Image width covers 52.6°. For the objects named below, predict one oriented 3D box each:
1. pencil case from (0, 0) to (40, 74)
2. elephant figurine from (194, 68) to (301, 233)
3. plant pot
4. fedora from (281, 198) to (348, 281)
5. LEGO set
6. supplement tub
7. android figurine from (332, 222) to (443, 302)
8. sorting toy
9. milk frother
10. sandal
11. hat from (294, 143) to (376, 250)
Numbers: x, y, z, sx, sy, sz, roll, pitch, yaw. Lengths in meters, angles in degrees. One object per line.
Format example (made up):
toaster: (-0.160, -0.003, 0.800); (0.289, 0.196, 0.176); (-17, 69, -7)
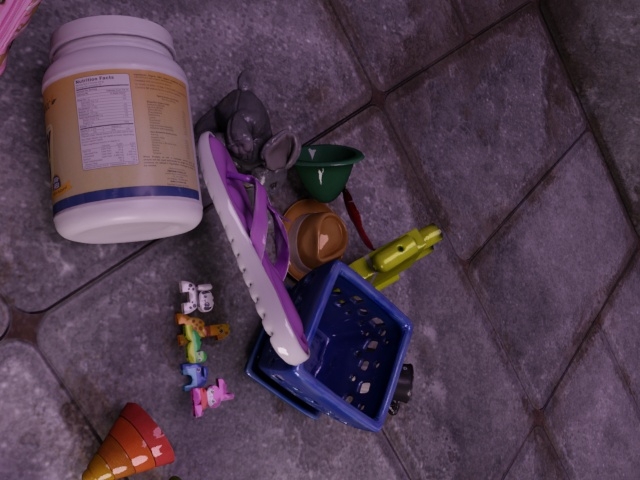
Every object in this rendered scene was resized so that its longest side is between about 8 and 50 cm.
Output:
pencil case: (-0.443, -0.338, 0.862); (0.160, 0.386, 0.167); (39, 39, -23)
elephant figurine: (-0.123, -0.165, 1.268); (0.239, 0.186, 0.170); (38, 24, -40)
plant pot: (0.005, 0.205, 1.233); (0.236, 0.212, 0.236); (40, 57, -27)
fedora: (0.000, 0.000, 1.364); (0.194, 0.079, 0.195); (10, 74, -39)
LEGO set: (-0.197, 0.184, 1.143); (0.093, 0.087, 0.228); (-4, 83, -26)
supplement tub: (-0.315, -0.166, 1.031); (0.228, 0.228, 0.317); (-2, 81, -41)
android figurine: (0.128, 0.059, 1.364); (0.272, 0.248, 0.056); (-29, 76, -14)
sorting toy: (-0.254, 0.440, 1.019); (0.126, 0.127, 0.366); (-33, 101, -34)
milk frother: (0.116, 0.313, 1.388); (0.134, 0.129, 0.143); (10, 104, -4)
sandal: (-0.089, 0.001, 1.079); (0.102, 0.169, 0.417); (-23, 79, 1)
hat: (0.011, -0.092, 1.370); (0.172, 0.208, 0.184); (-5, 111, -8)
